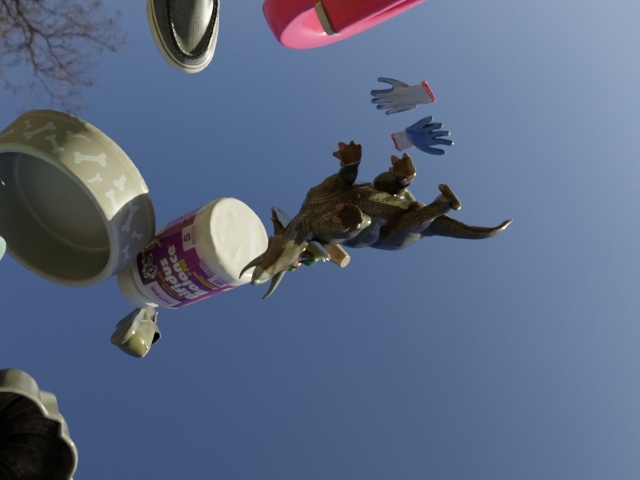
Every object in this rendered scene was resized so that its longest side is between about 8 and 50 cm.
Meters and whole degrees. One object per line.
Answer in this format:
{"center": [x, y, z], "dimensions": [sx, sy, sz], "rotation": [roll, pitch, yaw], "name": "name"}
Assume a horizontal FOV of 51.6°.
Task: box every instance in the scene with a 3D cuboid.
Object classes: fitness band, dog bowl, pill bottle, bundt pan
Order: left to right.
{"center": [-0.529, 0.313, 0.979], "dimensions": [0.330, 0.331, 0.124], "rotation": [-16, -156, -11], "name": "bundt pan"}
{"center": [-0.482, -0.061, 1.221], "dimensions": [0.348, 0.349, 0.102], "rotation": [14, -141, 13], "name": "dog bowl"}
{"center": [-0.262, 0.039, 1.307], "dimensions": [0.301, 0.169, 0.169], "rotation": [-22, -140, 34], "name": "pill bottle"}
{"center": [0.092, -0.218, 0.506], "dimensions": [0.290, 0.054, 0.209], "rotation": [-19, -168, 25], "name": "fitness band"}

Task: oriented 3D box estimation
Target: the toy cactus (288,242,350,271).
{"center": [0.000, 0.000, 1.681], "dimensions": [0.180, 0.112, 0.219], "rotation": [37, -99, 32], "name": "toy cactus"}

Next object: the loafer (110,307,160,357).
{"center": [-0.430, 0.217, 1.565], "dimensions": [0.094, 0.087, 0.251], "rotation": [-37, -169, 4], "name": "loafer"}

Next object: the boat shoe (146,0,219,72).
{"center": [-0.209, -0.455, 1.077], "dimensions": [0.127, 0.341, 0.158], "rotation": [-7, -172, -27], "name": "boat shoe"}

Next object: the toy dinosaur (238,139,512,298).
{"center": [0.062, -0.032, 0.765], "dimensions": [0.313, 0.160, 0.121], "rotation": [-10, -105, -17], "name": "toy dinosaur"}

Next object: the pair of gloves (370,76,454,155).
{"center": [0.184, -0.253, 1.361], "dimensions": [0.159, 0.198, 0.023], "rotation": [1, -138, 49], "name": "pair of gloves"}

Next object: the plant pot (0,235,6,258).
{"center": [-0.626, -0.064, 0.791], "dimensions": [0.341, 0.341, 0.334], "rotation": [-30, -94, -22], "name": "plant pot"}
